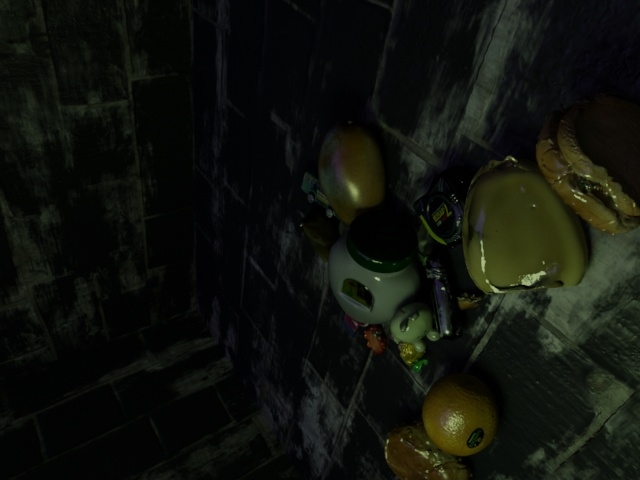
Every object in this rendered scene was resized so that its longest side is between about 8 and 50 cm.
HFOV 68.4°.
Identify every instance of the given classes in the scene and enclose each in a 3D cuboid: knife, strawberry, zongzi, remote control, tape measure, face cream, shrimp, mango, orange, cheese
[{"bbox_3d":[0.302,0.037,1.480,0.212,0.015,0.054,37,134,42],"label":"knife"},{"bbox_3d":[0.210,0.372,1.768,0.104,0.048,0.152,41,151,29],"label":"strawberry"},{"bbox_3d":[0.000,0.000,1.739,0.112,0.242,0.221,-17,103,16],"label":"zongzi"},{"bbox_3d":[0.348,0.164,1.372,0.090,0.066,0.266,170,85,-69],"label":"remote control"},{"bbox_3d":[0.353,-0.076,1.258,0.186,0.112,0.199,66,154,21],"label":"tape measure"},{"bbox_3d":[0.168,0.099,1.497,0.312,0.219,0.357,30,142,19],"label":"face cream"},{"bbox_3d":[0.399,0.145,1.372,0.125,0.034,0.178,69,158,9],"label":"shrimp"},{"bbox_3d":[0.102,-0.192,1.503,0.221,0.199,0.384,13,127,33],"label":"mango"},{"bbox_3d":[0.406,0.507,1.375,0.236,0.236,0.237,32,131,45],"label":"orange"},{"bbox_3d":[0.135,0.280,1.818,0.155,0.062,0.244,50,144,31],"label":"cheese"},{"bbox_3d":[0.444,-0.036,1.074,0.259,0.128,0.316,-15,98,23],"label":"cheese"}]

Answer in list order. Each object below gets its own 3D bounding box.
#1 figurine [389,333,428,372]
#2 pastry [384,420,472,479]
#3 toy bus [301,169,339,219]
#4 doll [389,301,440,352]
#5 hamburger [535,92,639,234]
[{"bbox_3d":[0.311,0.350,1.566,0.115,0.094,0.156,-50,43,31],"label":"figurine"},{"bbox_3d":[0.370,0.751,1.610,0.311,0.161,0.255,47,131,17],"label":"pastry"},{"bbox_3d":[0.032,-0.165,1.722,0.261,0.091,0.109,39,129,38],"label":"toy bus"},{"bbox_3d":[0.276,0.254,1.423,0.113,0.154,0.275,54,-175,33],"label":"doll"},{"bbox_3d":[0.508,-0.152,0.859,0.146,0.242,0.286,134,128,-57],"label":"hamburger"}]
